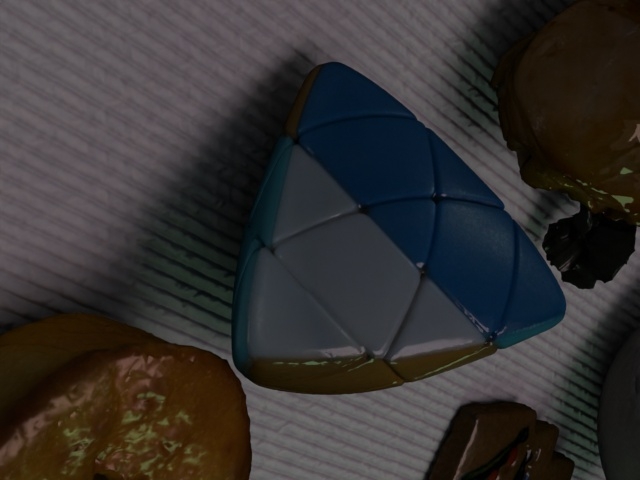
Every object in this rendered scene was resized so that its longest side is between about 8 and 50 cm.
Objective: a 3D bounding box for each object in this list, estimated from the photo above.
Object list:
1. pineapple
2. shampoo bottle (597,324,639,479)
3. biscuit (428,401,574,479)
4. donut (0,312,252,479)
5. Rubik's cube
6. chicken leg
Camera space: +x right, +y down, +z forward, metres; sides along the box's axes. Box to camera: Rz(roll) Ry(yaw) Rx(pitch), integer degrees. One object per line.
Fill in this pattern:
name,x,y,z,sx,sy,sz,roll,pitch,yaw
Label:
pineapple,0.289,-0.054,1.727,0.237,0.111,0.119,-49,151,-12
shampoo bottle,0.425,0.205,1.992,0.273,0.273,0.266,-47,156,-19
biscuit,0.159,0.267,1.883,0.278,0.043,0.301,-45,147,-23
donut,-0.184,0.176,1.247,0.303,0.110,0.303,-33,139,-33
Rubik's cube,0.000,0.000,1.295,0.254,0.254,0.254,-36,142,-34
chicken leg,0.302,-0.133,1.607,0.295,0.182,0.409,58,46,-26
